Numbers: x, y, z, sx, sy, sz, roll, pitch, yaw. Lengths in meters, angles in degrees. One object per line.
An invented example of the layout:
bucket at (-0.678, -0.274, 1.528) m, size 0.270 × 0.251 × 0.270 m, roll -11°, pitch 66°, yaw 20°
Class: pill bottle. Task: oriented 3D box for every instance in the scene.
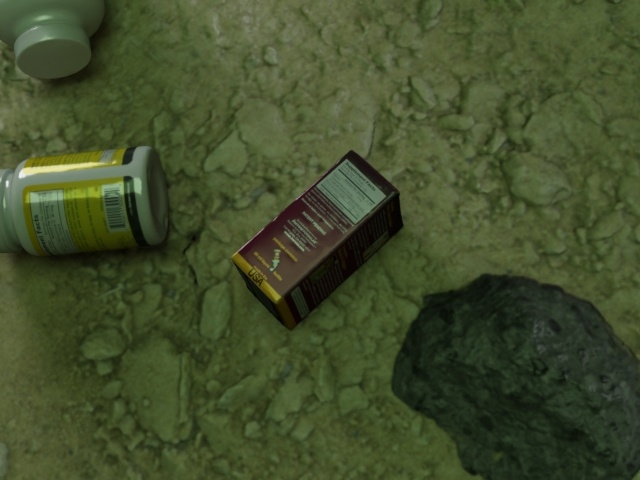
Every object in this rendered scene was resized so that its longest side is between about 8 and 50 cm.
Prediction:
pill bottle at (-0.292, -0.043, 1.485) m, size 0.209 × 0.119 × 0.119 m, roll -5°, pitch 69°, yaw 5°
pill bottle at (-0.354, -0.339, 1.589) m, size 0.146 × 0.146 × 0.264 m, roll -14°, pitch 69°, yaw 2°

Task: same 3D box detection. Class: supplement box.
supplement box at (0.000, 0.000, 1.438) m, size 0.188 × 0.104 × 0.081 m, roll -42°, pitch 70°, yaw -9°
